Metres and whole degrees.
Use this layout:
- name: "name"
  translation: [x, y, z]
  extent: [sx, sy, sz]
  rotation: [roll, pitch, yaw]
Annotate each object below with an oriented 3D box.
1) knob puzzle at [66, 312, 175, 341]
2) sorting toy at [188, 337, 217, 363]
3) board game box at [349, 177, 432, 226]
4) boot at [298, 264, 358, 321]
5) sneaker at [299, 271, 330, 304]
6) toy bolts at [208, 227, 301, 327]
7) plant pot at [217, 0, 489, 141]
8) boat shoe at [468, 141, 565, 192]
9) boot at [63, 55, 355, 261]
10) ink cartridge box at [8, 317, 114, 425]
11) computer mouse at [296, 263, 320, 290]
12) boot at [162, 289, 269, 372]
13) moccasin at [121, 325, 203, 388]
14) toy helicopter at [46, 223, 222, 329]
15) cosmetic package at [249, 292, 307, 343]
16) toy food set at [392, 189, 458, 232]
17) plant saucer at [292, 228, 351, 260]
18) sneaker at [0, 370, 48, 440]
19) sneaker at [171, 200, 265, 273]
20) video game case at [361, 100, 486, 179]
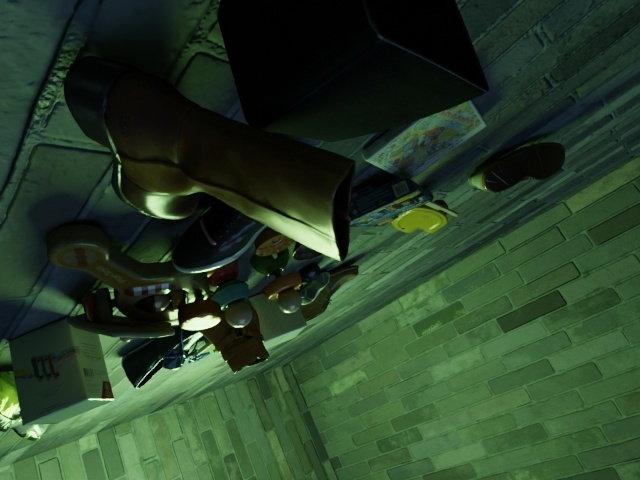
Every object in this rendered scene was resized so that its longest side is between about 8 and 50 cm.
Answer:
- name: "knob puzzle"
  translation: [-0.378, 0.172, 0.821]
  extent: [0.213, 0.030, 0.213]
  rotation: [10, 174, 1]
- name: "sorting toy"
  translation: [-0.353, 0.351, 1.583]
  extent: [0.347, 0.047, 0.196]
  rotation: [-38, 163, 32]
- name: "board game box"
  translation: [0.152, -0.086, 1.008]
  extent: [0.194, 0.060, 0.194]
  rotation: [-24, 167, 23]
- name: "boot"
  translation: [0.018, 0.192, 1.536]
  extent: [0.305, 0.115, 0.112]
  rotation: [-32, 159, 11]
- name: "sneaker"
  translation: [-0.019, 0.162, 1.471]
  extent: [0.152, 0.054, 0.061]
  rotation: [-43, 179, 18]
- name: "toy bolts"
  translation: [-0.134, 0.094, 0.984]
  extent: [0.228, 0.159, 0.218]
  rotation: [-17, 160, -26]
- name: "plant pot"
  translation: [0.013, -0.190, 0.395]
  extent: [0.167, 0.188, 0.188]
  rotation: [-25, 167, 39]
- name: "boat shoe"
  translation: [0.553, -0.211, 1.211]
  extent: [0.285, 0.105, 0.089]
  rotation: [-16, -162, -14]
- name: "boot"
  translation: [-0.092, -0.056, 0.473]
  extent: [0.264, 0.280, 0.096]
  rotation: [97, 18, -60]
- name: "ink cartridge box"
  translation: [-0.538, 0.273, 0.904]
  extent: [0.127, 0.176, 0.128]
  rotation: [-21, 161, -8]
- name: "computer mouse"
  translation: [-0.061, 0.142, 1.408]
  extent: [0.071, 0.041, 0.242]
  rotation: [-17, 160, -30]
- name: "boot"
  translation: [-0.268, 0.241, 1.107]
  extent: [0.109, 0.220, 0.283]
  rotation: [-37, 159, 30]
- name: "moccasin"
  translation: [-0.440, 0.335, 1.299]
  extent: [0.342, 0.117, 0.137]
  rotation: [-33, 161, 20]
- name: "toy helicopter"
  translation: [-0.342, 0.072, 0.759]
  extent: [0.234, 0.140, 0.355]
  rotation: [-19, 152, 5]
- name: "cosmetic package"
  translation: [-0.168, 0.258, 1.403]
  extent: [0.183, 0.151, 0.151]
  rotation: [-16, 159, -26]
- name: "toy food set"
  translation: [0.280, -0.085, 1.174]
  extent: [0.128, 0.071, 0.218]
  rotation: [18, 160, -11]
- name: "plant saucer"
  translation: [0.000, 0.000, 1.120]
  extent: [0.168, 0.029, 0.168]
  rotation: [-24, 163, -8]
- name: "sneaker"
  translation: [-0.718, 0.359, 1.023]
  extent: [0.147, 0.145, 0.385]
  rotation: [-52, 173, -30]
- name: "sneaker"
  translation: [-0.134, -0.059, 0.673]
  extent: [0.295, 0.105, 0.147]
  rotation: [-33, 160, 2]
- name: "video game case"
  translation: [0.213, -0.202, 0.856]
  extent: [0.206, 0.026, 0.227]
  rotation: [-35, 160, 24]
